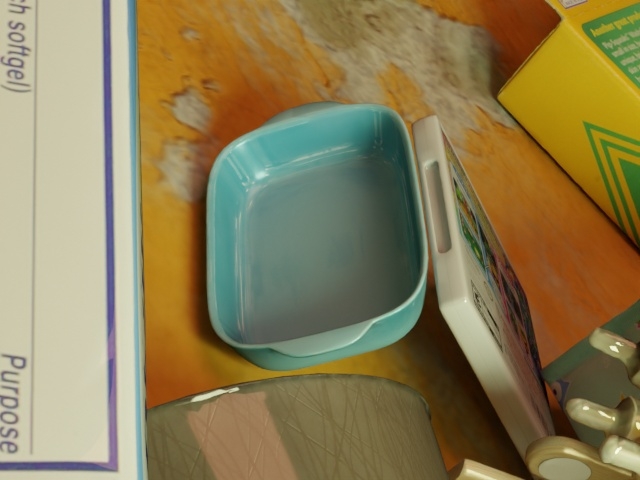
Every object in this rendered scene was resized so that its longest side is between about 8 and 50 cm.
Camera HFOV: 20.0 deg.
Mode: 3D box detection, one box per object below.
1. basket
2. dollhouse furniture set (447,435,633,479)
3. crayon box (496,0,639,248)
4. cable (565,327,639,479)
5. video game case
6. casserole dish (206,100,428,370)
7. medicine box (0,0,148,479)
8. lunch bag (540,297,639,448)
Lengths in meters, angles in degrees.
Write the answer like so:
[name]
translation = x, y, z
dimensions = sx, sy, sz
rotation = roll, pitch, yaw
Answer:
[basket]
translation = 0.001, 0.185, 0.677
dimensions = 0.204, 0.154, 0.227
rotation = 4, 51, -43
[dollhouse furniture set]
translation = 0.120, 0.176, 0.824
dimensions = 0.123, 0.144, 0.151
rotation = 22, 52, -17
[crayon box]
translation = 0.262, -0.068, 1.269
dimensions = 0.323, 0.083, 0.203
rotation = 49, 35, 12
[cable]
translation = 0.246, 0.118, 0.850
dimensions = 0.287, 0.072, 0.139
rotation = 32, 29, -12
[video game case]
translation = 0.089, 0.033, 0.972
dimensions = 0.143, 0.019, 0.157
rotation = -96, 161, -47
[casserole dish]
translation = 0.000, 0.000, 0.936
dimensions = 0.188, 0.114, 0.037
rotation = -95, 167, -48
[medicine box]
translation = -0.200, -0.003, 0.562
dimensions = 0.289, 0.149, 0.264
rotation = 0, 57, -8
[lunch bag]
translation = 0.288, 0.121, 1.003
dimensions = 0.262, 0.160, 0.223
rotation = -1, 58, -44
